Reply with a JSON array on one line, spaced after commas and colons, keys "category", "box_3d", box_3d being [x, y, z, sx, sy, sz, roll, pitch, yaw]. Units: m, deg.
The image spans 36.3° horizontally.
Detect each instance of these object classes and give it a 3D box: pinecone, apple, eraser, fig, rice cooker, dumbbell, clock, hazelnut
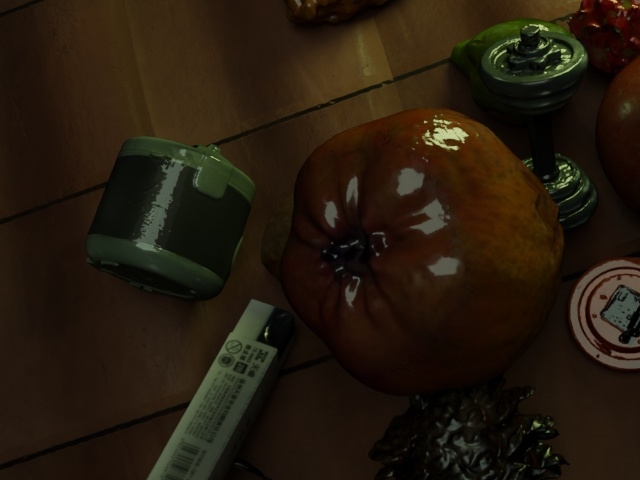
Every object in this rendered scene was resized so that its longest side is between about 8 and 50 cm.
[{"category": "pinecone", "box_3d": [0.251, 0.356, 1.580, 0.298, 0.242, 0.296, -38, 66, 7]}, {"category": "apple", "box_3d": [0.641, -0.176, 1.639, 0.348, 0.349, 0.277, -28, 25, 2]}, {"category": "eraser", "box_3d": [-0.164, 0.286, 1.689, 0.098, 0.096, 0.404, 18, 50, 14]}, {"category": "fig", "box_3d": [0.345, -0.336, 1.846, 0.206, 0.206, 0.275, -47, 46, -6]}, {"category": "rice cooker", "box_3d": [-0.275, -0.045, 1.823, 0.288, 0.288, 0.277, 12, 74, 16]}, {"category": "dumbbell", "box_3d": [0.378, -0.179, 1.673, 0.179, 0.406, 0.179, -10, 36, 8]}, {"category": "clock", "box_3d": [0.533, 0.127, 1.698, 0.205, 0.051, 0.205, -4, 70, 11]}, {"category": "hazelnut", "box_3d": [0.000, 0.000, 1.800, 0.214, 0.176, 0.214, 0, 107, -1]}]

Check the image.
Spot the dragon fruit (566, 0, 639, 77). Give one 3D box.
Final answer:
[{"category": "dragon fruit", "box_3d": [0.585, -0.422, 1.794, 0.268, 0.210, 0.205, -57, 32, 1]}]

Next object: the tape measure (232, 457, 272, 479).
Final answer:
[{"category": "tape measure", "box_3d": [-0.173, 0.418, 1.729, 0.179, 0.104, 0.107, 35, 93, 17]}]

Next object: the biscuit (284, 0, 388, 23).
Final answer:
[{"category": "biscuit", "box_3d": [0.034, -0.609, 2.028, 0.318, 0.110, 0.312, -27, 70, 3]}]

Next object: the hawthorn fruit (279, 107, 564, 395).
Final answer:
[{"category": "hawthorn fruit", "box_3d": [0.184, 0.017, 1.551, 0.471, 0.472, 0.472, -4, 71, 11]}]
